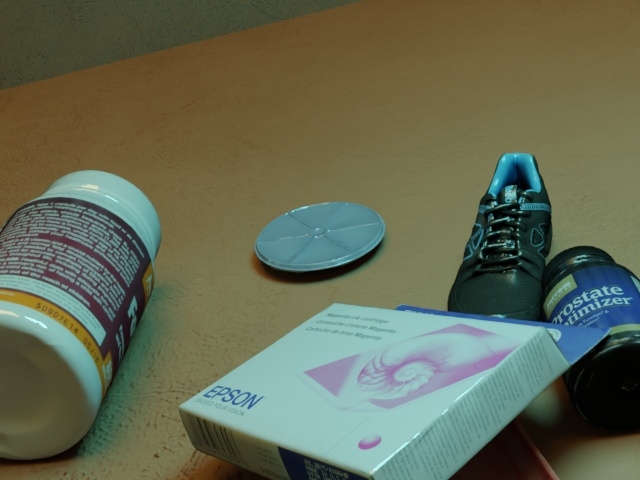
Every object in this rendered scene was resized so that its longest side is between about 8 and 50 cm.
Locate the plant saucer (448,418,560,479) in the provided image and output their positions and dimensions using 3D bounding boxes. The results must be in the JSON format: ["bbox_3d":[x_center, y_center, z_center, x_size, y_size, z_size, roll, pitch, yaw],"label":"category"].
[{"bbox_3d":[0.080,0.234,0.998,0.259,0.048,0.258,-16,28,-8],"label":"plant saucer"}]

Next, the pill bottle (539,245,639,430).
[{"bbox_3d":[0.313,0.098,1.074,0.123,0.123,0.219,-10,28,4],"label":"pill bottle"}]

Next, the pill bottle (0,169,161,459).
[{"bbox_3d":[-0.345,0.076,1.269,0.224,0.224,0.392,-7,29,10],"label":"pill bottle"}]

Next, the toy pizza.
[{"bbox_3d":[0.000,0.000,1.472,0.201,0.032,0.201,-8,29,5],"label":"toy pizza"}]

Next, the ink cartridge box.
[{"bbox_3d":[0.068,0.134,0.995,0.330,0.071,0.324,-34,21,-32],"label":"ink cartridge box"}]

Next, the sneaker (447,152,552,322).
[{"bbox_3d":[0.230,0.010,1.249,0.125,0.140,0.341,0,32,16],"label":"sneaker"}]
